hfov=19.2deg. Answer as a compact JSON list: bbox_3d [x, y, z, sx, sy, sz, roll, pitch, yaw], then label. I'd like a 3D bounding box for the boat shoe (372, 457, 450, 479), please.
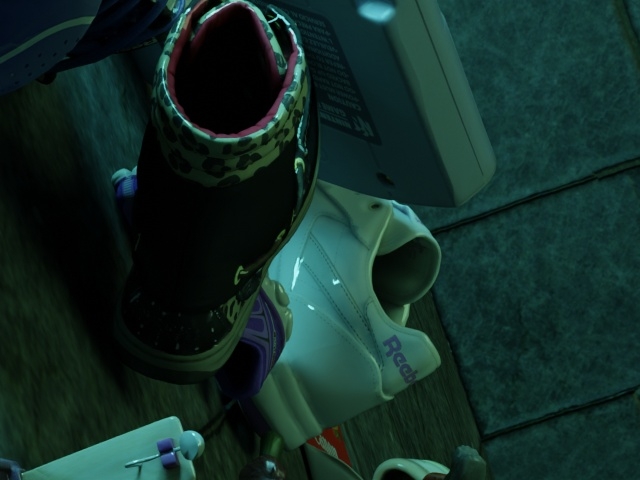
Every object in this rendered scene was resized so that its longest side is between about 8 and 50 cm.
[{"bbox_3d":[0.118,0.316,1.534,0.302,0.109,0.098,67,11,18],"label":"boat shoe"}]

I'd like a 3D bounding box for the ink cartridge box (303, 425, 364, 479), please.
[{"bbox_3d":[0.040,0.202,1.428,0.189,0.066,0.232,54,22,-66],"label":"ink cartridge box"}]

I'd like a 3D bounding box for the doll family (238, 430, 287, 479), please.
[{"bbox_3d":[-0.032,0.184,0.857,0.111,0.076,0.193,67,10,-63],"label":"doll family"}]

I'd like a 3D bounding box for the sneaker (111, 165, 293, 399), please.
[{"bbox_3d":[-0.064,0.024,1.077,0.170,0.068,0.071,58,32,-35],"label":"sneaker"}]

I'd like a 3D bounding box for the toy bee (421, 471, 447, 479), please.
[{"bbox_3d":[0.187,0.269,1.396,0.195,0.298,0.162,173,-72,-71],"label":"toy bee"}]

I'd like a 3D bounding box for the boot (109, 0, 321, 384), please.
[{"bbox_3d":[-0.037,-0.065,0.946,0.178,0.085,0.236,106,2,-49],"label":"boot"}]

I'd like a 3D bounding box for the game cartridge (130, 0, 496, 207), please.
[{"bbox_3d":[-0.027,-0.123,1.128,0.294,0.060,0.196,25,-33,42],"label":"game cartridge"}]

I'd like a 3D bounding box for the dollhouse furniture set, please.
[{"bbox_3d":[-0.066,0.125,0.709,0.091,0.081,0.114,44,28,-74],"label":"dollhouse furniture set"}]

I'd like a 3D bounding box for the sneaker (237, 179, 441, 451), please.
[{"bbox_3d":[0.000,0.000,1.262,0.114,0.152,0.305,60,12,-48],"label":"sneaker"}]

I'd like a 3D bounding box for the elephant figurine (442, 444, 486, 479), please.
[{"bbox_3d":[0.072,0.272,1.162,0.186,0.169,0.239,43,21,9],"label":"elephant figurine"}]

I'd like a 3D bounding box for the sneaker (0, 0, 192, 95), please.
[{"bbox_3d":[-0.114,-0.138,0.856,0.315,0.127,0.182,-102,168,-54],"label":"sneaker"}]
